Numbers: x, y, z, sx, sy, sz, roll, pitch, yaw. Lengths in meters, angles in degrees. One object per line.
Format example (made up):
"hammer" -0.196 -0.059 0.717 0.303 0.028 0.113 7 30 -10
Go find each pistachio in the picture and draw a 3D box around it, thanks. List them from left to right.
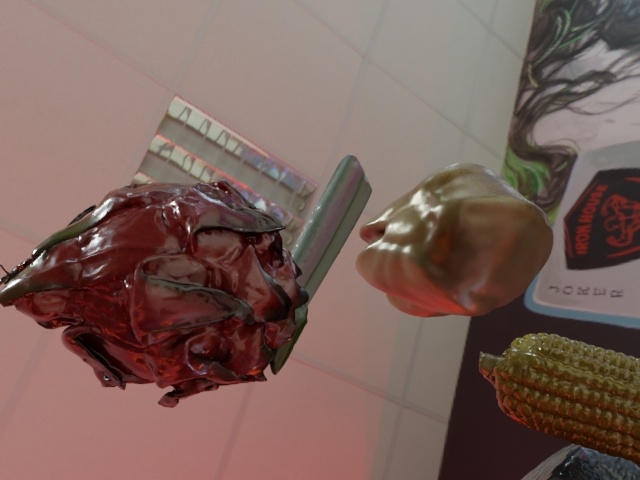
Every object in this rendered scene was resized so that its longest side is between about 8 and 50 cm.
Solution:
"pistachio" 0.251 0.024 1.088 0.365 0.445 0.281 2 -115 3

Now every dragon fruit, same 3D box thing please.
"dragon fruit" -0.153 0.041 0.525 0.293 0.234 0.234 9 -104 -32

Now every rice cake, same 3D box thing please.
"rice cake" 0.000 0.001 0.704 0.222 0.042 0.080 -60 -24 -13

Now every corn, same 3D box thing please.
"corn" 0.271 0.149 0.506 0.097 0.261 0.097 -34 -49 -51

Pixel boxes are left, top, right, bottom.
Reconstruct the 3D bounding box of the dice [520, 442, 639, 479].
"dice" 0.249 0.323 0.538 0.183 0.182 0.181 -19 -121 -44
